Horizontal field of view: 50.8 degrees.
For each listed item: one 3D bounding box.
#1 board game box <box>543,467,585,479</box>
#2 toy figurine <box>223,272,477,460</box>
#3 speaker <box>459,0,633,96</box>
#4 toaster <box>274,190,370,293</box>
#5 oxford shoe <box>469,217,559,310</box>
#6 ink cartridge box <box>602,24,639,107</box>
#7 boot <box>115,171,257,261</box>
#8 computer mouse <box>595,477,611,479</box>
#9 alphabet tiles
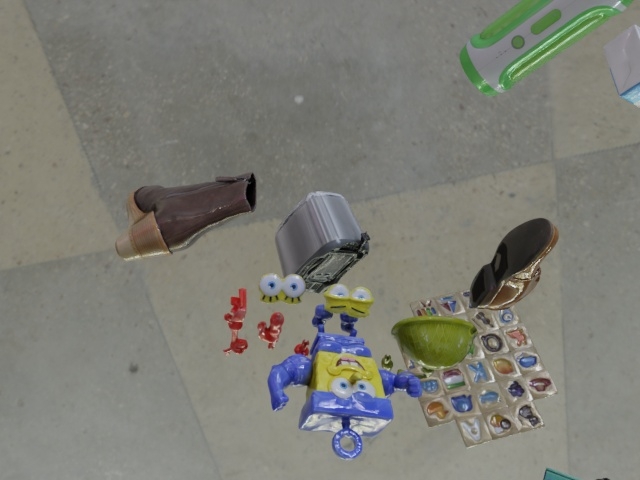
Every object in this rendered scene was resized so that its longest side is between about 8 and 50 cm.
[{"bbox_3d":[0.176,0.263,0.408,0.047,0.160,0.210,21,79,-14],"label":"board game box"},{"bbox_3d":[0.045,0.205,0.903,0.363,0.217,0.191,12,131,-16],"label":"toy figurine"},{"bbox_3d":[0.398,-0.385,1.203,0.131,0.131,0.296,40,130,-21],"label":"speaker"},{"bbox_3d":[0.000,0.000,1.387,0.129,0.146,0.227,2,144,-38],"label":"toaster"},{"bbox_3d":[0.307,0.039,1.024,0.076,0.076,0.212,12,144,-11],"label":"oxford shoe"},{"bbox_3d":[0.531,-0.248,1.050,0.180,0.104,0.060,17,145,-30],"label":"ink cartridge box"},{"bbox_3d":[-0.191,-0.052,1.025,0.207,0.248,0.090,-21,112,4],"label":"boot"},{"bbox_3d":[0.537,0.615,1.353,0.072,0.188,0.272,44,86,0],"label":"computer mouse"},{"bbox_3d":[0.327,0.260,1.443,0.285,0.342,0.011,-13,146,-9],"label":"alphabet tiles"}]
